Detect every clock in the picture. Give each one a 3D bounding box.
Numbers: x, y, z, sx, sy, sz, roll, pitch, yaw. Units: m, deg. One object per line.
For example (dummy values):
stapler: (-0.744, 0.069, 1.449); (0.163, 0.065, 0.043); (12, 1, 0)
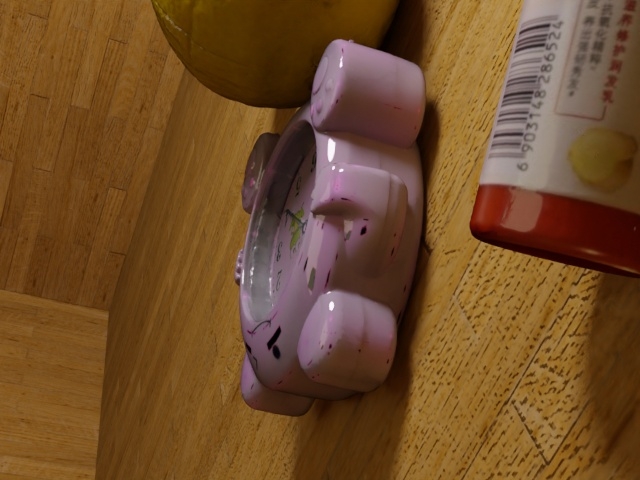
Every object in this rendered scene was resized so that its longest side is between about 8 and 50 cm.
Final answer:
clock: (0.000, 0.000, 0.825); (0.295, 0.114, 0.322); (141, 138, -61)

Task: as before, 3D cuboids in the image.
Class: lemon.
lemon: (-0.047, -0.287, 0.911); (0.297, 0.297, 0.296); (-166, 90, -72)

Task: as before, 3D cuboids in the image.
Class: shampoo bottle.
shampoo bottle: (0.163, -0.125, 0.452); (0.104, 0.105, 0.277); (-167, 91, -72)
